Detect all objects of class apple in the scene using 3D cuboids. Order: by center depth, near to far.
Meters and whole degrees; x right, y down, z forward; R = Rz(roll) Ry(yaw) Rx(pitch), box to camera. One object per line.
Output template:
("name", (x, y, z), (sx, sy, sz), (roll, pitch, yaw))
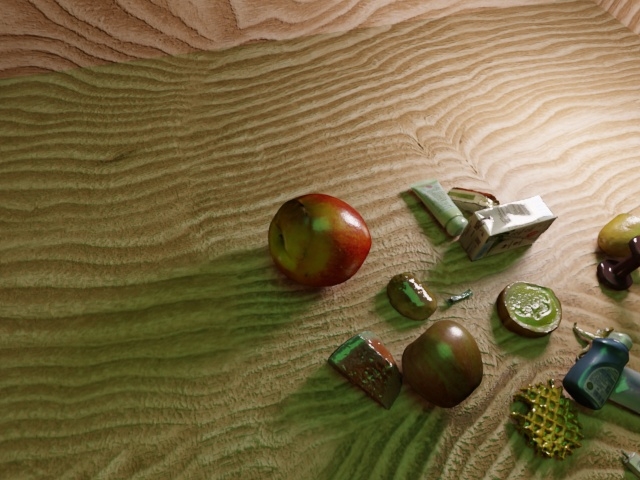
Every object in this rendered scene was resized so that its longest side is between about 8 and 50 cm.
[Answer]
("apple", (0.394, 0.395, 1.340), (0.256, 0.257, 0.234), (-28, 66, -21))

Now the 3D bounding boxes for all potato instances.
("potato", (0.348, 0.200, 1.568), (0.200, 0.081, 0.164), (42, 62, 17))
("potato", (1.244, -0.005, 1.744), (0.158, 0.178, 0.203), (-24, 48, 4))

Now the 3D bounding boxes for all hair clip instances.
("hair clip", (0.535, 0.214, 1.600), (0.115, 0.039, 0.030), (-19, 66, -20))

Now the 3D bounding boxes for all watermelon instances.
("watermelon", (0.174, 0.431, 1.391), (0.193, 0.140, 0.257), (-36, 74, -16))

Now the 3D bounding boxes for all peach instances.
("peach", (0.000, 0.000, 1.525), (0.370, 0.370, 0.370), (2, 57, -4))

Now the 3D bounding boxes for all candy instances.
("candy", (1.075, 0.513, 1.432), (0.174, 0.071, 0.138), (25, 64, 11))

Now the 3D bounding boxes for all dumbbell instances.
("dumbbell", (1.208, 0.090, 1.630), (0.124, 0.225, 0.140), (10, 54, -2))

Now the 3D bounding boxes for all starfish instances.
("starfish", (1.026, 0.386, 1.535), (0.223, 0.050, 0.217), (-24, 70, -13))

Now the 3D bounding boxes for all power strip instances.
("power strip", (1.025, 0.736, 1.307), (0.047, 0.030, 0.191), (-32, 66, -24))

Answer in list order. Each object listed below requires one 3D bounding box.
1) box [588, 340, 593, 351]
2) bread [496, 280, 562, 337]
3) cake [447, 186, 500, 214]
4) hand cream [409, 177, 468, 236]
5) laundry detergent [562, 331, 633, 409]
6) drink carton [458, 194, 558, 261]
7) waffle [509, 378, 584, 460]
("box", (1.017, 0.397, 1.490), (0.115, 0.025, 0.048), (21, 69, 2))
("bread", (0.787, 0.255, 1.577), (0.236, 0.070, 0.236), (2, 56, -3))
("cake", (0.666, -0.181, 1.824), (0.220, 0.117, 0.086), (36, 67, 16))
("hand cream", (0.519, -0.153, 1.807), (0.147, 0.093, 0.306), (-16, 58, -17))
("laundry detergent", (0.953, 0.423, 1.422), (0.143, 0.094, 0.290), (46, 75, -4))
("drink carton", (0.753, -0.052, 1.700), (0.324, 0.194, 0.132), (-15, 58, -14))
("waffle", (0.746, 0.585, 1.371), (0.228, 0.051, 0.232), (-16, 60, -18))
